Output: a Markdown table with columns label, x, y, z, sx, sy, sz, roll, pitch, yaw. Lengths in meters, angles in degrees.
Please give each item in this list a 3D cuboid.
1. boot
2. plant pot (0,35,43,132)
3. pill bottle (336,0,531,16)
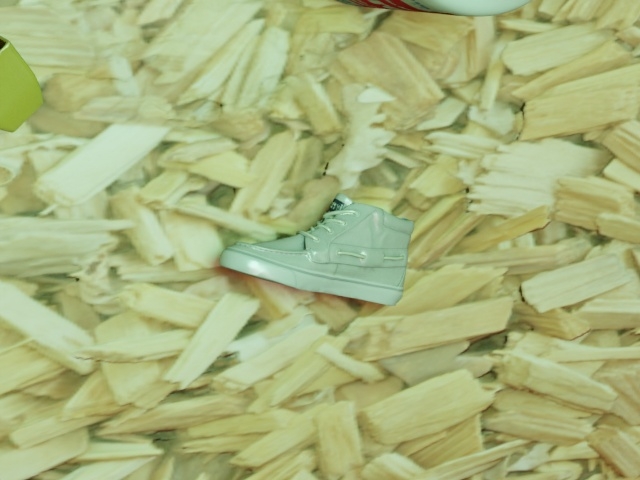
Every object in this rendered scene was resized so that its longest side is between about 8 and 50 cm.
| label | x | y | z | sx | sy | sz | roll | pitch | yaw |
| --- | --- | --- | --- | --- | --- | --- | --- | --- | --- |
| boot | 0.000 | 0.000 | 1.527 | 0.258 | 0.095 | 0.123 | 12 | 91 | -35 |
| plant pot | -0.344 | -0.162 | 1.327 | 0.081 | 0.081 | 0.083 | -46 | 126 | -9 |
| pill bottle | 0.126 | -0.353 | 1.313 | 0.229 | 0.408 | 0.229 | -6 | 104 | -23 |
